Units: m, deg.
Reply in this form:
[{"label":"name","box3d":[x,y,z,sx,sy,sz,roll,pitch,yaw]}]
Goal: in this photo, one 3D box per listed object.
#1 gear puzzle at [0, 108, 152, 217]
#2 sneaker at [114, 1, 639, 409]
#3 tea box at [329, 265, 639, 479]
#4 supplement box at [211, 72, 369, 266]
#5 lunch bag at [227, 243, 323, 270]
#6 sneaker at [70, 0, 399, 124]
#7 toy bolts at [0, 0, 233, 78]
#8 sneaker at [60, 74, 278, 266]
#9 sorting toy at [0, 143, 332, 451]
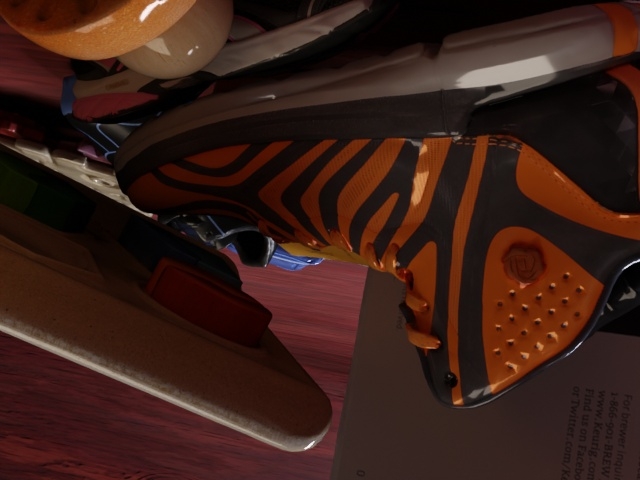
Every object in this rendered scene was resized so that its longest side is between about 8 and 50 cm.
[{"label":"gear puzzle","box3d":[-0.303,-0.096,0.906,0.339,0.044,0.175,16,169,-4]},{"label":"sneaker","box3d":[0.027,-0.001,0.542,0.321,0.180,0.124,-8,-173,37]},{"label":"tea box","box3d":[0.163,0.113,0.708,0.220,0.329,0.323,7,166,21]},{"label":"supplement box","box3d":[-0.010,-0.044,0.760,0.078,0.080,0.233,9,166,17]},{"label":"lunch bag","box3d":[-0.039,-0.017,0.930,0.098,0.067,0.065,17,166,-17]},{"label":"sneaker","box3d":[-0.054,-0.114,0.512,0.178,0.077,0.072,-14,-175,16]},{"label":"toy bolts","box3d":[-0.165,-0.086,0.433,0.228,0.218,0.158,13,158,32]},{"label":"sneaker","box3d":[-0.104,-0.048,0.796,0.081,0.090,0.232,1,164,42]},{"label":"sorting toy","box3d":[-0.146,-0.014,0.512,0.307,0.041,0.229,27,-172,-21]}]
